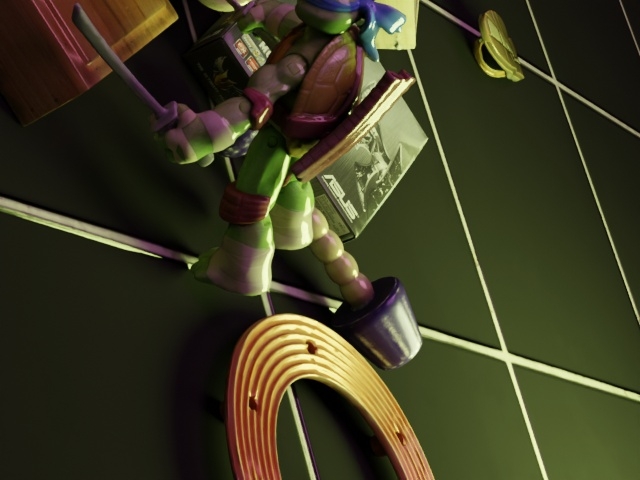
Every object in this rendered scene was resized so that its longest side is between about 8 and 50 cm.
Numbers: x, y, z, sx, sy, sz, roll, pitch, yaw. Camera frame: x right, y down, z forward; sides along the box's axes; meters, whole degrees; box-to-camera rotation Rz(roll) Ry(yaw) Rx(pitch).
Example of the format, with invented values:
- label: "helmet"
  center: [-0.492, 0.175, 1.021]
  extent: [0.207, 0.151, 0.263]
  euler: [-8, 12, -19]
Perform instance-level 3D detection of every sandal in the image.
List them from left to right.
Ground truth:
- label: "sandal"
  center: [0.225, -0.242, 2.369]
  extent: [0.180, 0.049, 0.072]
  euler: [33, 42, -72]

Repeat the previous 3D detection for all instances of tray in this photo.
- label: "tray"
  center: [-0.275, -0.308, 1.418]
  extent: [0.411, 0.076, 0.203]
  euler: [59, 25, -12]

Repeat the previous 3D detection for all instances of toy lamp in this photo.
- label: "toy lamp"
  center: [0.000, 0.000, 1.656]
  extent: [0.275, 0.080, 0.080]
  euler: [55, 26, -15]

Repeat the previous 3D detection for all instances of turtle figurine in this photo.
- label: "turtle figurine"
  center: [-0.076, -0.110, 1.483]
  extent: [0.198, 0.274, 0.266]
  euler: [-109, -157, -56]

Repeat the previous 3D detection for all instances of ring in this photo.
- label: "ring"
  center: [0.017, 0.220, 1.530]
  extent: [0.336, 0.032, 0.336]
  euler: [45, 31, -37]

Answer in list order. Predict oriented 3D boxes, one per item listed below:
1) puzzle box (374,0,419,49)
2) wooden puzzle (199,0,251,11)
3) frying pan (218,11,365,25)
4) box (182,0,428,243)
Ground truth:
- label: "puzzle box"
  center: [0.094, -0.453, 2.084]
  extent: [0.272, 0.052, 0.409]
  euler: [85, 10, -52]
- label: "wooden puzzle"
  center: [-0.171, -0.395, 1.708]
  extent: [0.348, 0.080, 0.322]
  euler: [49, 28, -19]
- label: "frying pan"
  center: [-0.015, -0.233, 1.890]
  extent: [0.326, 0.053, 0.197]
  euler: [28, 44, -48]
- label: "box"
  center: [-0.008, -0.134, 1.737]
  extent: [0.231, 0.056, 0.183]
  euler: [57, 41, -17]
